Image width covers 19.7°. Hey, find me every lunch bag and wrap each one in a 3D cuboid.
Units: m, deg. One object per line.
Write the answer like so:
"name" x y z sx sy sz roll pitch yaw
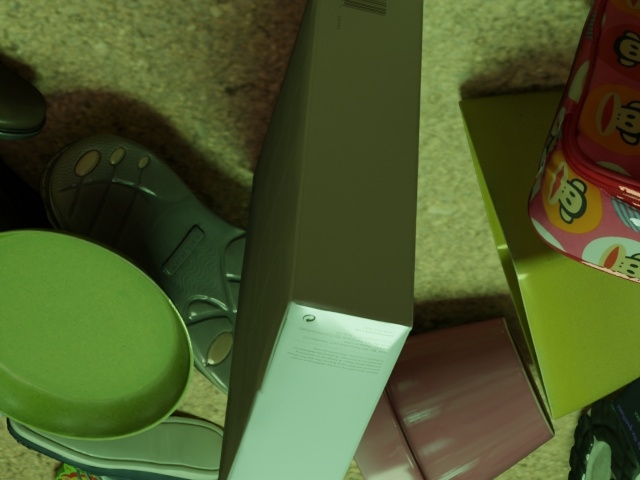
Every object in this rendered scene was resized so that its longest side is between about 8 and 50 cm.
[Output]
"lunch bag" 0.309 -0.080 1.404 0.258 0.293 0.120 20 138 1

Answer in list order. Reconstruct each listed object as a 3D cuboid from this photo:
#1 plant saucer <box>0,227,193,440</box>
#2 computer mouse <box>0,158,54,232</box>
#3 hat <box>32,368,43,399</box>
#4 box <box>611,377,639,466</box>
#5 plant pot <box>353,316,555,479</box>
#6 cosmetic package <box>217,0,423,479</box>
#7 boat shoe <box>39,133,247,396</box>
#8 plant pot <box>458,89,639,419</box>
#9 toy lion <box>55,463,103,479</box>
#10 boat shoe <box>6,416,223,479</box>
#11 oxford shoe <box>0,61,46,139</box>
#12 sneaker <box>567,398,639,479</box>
"plant saucer" -0.224 0.077 1.624 0.241 0.037 0.241 7 129 9
"computer mouse" -0.334 -0.020 1.703 0.188 0.072 0.272 -25 131 27
"hat" -0.295 0.085 1.802 0.183 0.208 0.173 23 169 25
"box" 0.428 0.138 1.741 0.165 0.143 0.270 -1 144 -30
"plant pot" 0.123 0.168 1.809 0.180 0.201 0.201 -23 134 6
"cosmetic package" 0.000 0.000 1.471 0.097 0.377 0.284 13 138 -9
"boat shoe" -0.120 0.031 1.700 0.355 0.132 0.130 49 165 -23
"plant pot" 0.249 -0.008 1.590 0.187 0.212 0.212 -16 136 3
"toy lion" -0.254 0.263 2.051 0.096 0.034 0.100 -5 138 21
"boat shoe" -0.218 0.217 1.947 0.254 0.095 0.079 11 141 -29
"oxford shoe" -0.312 -0.160 1.537 0.227 0.083 0.096 33 127 -30
"sneaker" 0.357 0.361 1.953 0.182 0.158 0.410 -1 112 -18
